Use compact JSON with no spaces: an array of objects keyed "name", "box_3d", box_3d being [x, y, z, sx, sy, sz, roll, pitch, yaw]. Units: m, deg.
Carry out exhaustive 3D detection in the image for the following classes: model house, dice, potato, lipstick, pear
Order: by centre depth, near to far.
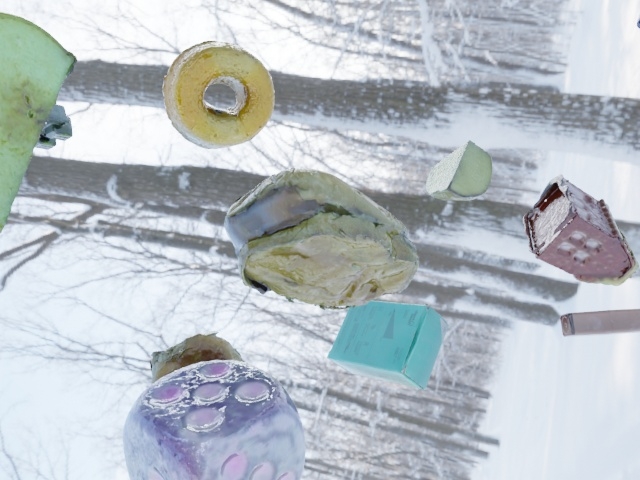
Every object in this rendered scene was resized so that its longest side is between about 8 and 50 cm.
[{"name":"pear","box_3d":[-0.580,-0.177,0.885,0.238,0.318,0.342,40,-128,-48]},{"name":"lipstick","box_3d":[0.536,0.156,1.117,0.045,0.145,0.045,87,179,-74]},{"name":"potato","box_3d":[0.267,-0.107,1.173,0.120,0.081,0.149,-40,17,54]},{"name":"dice","box_3d":[-0.209,0.418,1.178,0.271,0.270,0.270,-21,-63,-43]},{"name":"model house","box_3d":[0.643,-0.008,1.431,0.160,0.254,0.196,-54,10,32]}]

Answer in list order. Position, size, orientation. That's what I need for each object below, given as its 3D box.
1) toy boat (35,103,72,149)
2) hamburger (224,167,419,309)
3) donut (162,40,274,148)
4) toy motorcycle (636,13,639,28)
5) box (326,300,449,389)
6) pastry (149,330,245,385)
[{"name":"toy boat","box_3d":[-0.645,-0.234,1.128,0.319,0.141,0.092,1,-104,-56]},{"name":"hamburger","box_3d":[-0.001,0.001,0.918,0.285,0.265,0.134,29,-135,-41]},{"name":"donut","box_3d":[-0.251,-0.378,1.539,0.110,0.303,0.303,-152,66,-63]},{"name":"toy motorcycle","box_3d":[0.715,-0.444,1.201,0.076,0.114,0.205,33,-136,-41]},{"name":"box","box_3d":[0.186,0.285,1.663,0.118,0.311,0.205,37,-114,-32]},{"name":"pastry","box_3d":[-0.314,0.366,1.540,0.235,0.257,0.121,67,165,4]}]
